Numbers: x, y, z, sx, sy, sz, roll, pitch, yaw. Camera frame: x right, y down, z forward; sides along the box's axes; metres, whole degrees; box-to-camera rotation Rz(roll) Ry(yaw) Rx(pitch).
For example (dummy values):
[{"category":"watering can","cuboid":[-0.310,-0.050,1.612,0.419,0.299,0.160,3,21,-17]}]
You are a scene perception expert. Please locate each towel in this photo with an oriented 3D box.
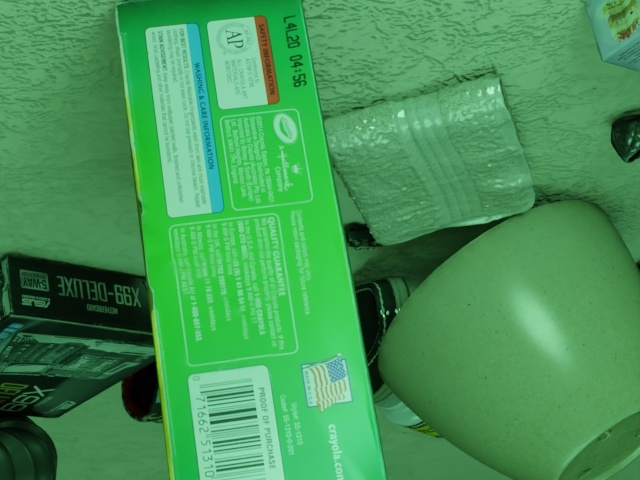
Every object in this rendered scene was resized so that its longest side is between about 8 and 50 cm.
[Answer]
[{"category":"towel","cuboid":[0.116,-0.072,1.440,0.187,0.049,0.282,-14,156,11]}]

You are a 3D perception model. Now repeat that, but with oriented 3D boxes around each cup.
[{"category":"cup","cuboid":[0.267,0.152,1.626,0.331,0.237,0.331,-26,149,-17]}]

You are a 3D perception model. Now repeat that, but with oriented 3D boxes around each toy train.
[{"category":"toy train","cuboid":[0.000,0.000,1.589,0.158,0.027,0.036,-1,159,-16]}]

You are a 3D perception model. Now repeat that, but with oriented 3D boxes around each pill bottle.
[{"category":"pill bottle","cuboid":[0.143,0.225,2.057,0.103,0.103,0.184,-21,154,26]}]

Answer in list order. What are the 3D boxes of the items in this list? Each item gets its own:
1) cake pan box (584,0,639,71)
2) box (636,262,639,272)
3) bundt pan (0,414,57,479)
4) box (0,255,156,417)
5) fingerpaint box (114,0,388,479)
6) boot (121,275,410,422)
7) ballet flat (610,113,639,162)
[{"category":"cake pan box","cuboid":[0.404,-0.216,1.190,0.246,0.070,0.267,8,151,-38]},{"category":"box","cuboid":[0.512,0.126,1.912,0.270,0.143,0.165,3,154,-27]},{"category":"bundt pan","cuboid":[-0.482,0.268,1.777,0.331,0.124,0.331,15,-174,-2]},{"category":"box","cuboid":[-0.342,0.125,1.690,0.242,0.076,0.307,12,149,-40]},{"category":"fingerpaint box","cuboid":[-0.062,0.073,1.210,0.163,0.444,0.371,-7,156,-6]},{"category":"boot","cuboid":[-0.071,0.146,1.774,0.284,0.138,0.377,3,159,-25]},{"category":"ballet flat","cuboid":[0.381,-0.104,1.455,0.173,0.049,0.057,-4,157,-10]}]
